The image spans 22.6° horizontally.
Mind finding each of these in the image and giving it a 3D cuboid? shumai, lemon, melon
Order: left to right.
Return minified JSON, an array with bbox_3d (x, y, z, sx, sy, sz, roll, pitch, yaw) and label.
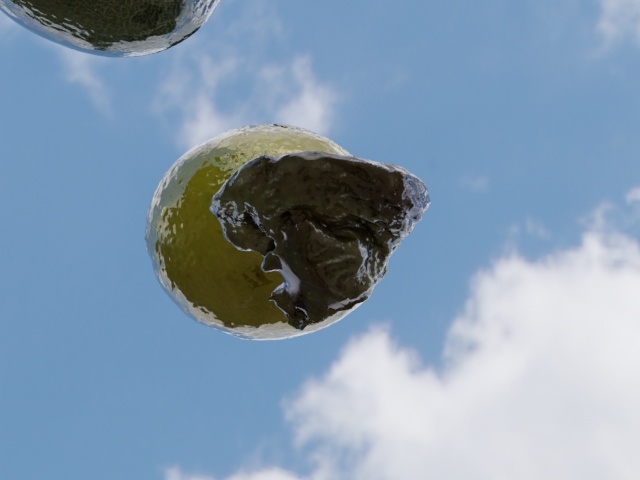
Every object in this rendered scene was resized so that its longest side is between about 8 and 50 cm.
[{"bbox_3d":[-0.104,-0.134,0.724,0.130,0.098,0.098,26,-55,19],"label":"melon"},{"bbox_3d":[-0.055,-0.009,1.665,0.263,0.236,0.236,16,-57,18],"label":"lemon"},{"bbox_3d":[0.007,-0.010,1.083,0.139,0.123,0.105,-26,-109,-2],"label":"shumai"}]
